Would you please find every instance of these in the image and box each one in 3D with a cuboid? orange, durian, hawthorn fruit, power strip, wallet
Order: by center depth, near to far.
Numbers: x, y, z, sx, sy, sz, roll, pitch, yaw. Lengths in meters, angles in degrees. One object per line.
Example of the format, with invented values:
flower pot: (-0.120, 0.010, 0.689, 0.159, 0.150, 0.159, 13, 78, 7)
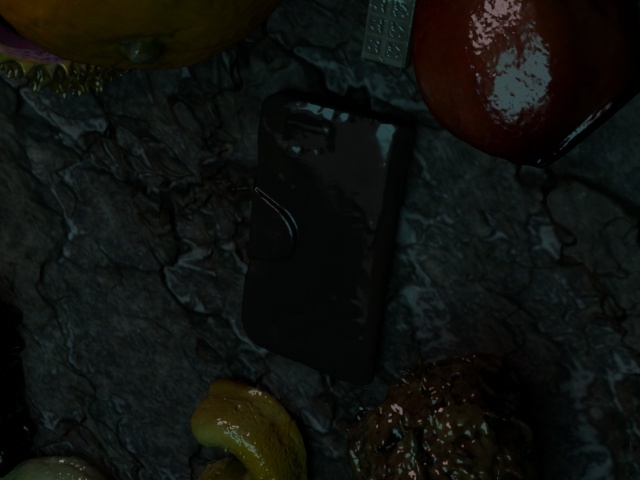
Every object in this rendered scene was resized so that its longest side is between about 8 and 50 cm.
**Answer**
orange: (-0.153, -0.288, 1.014, 0.312, 0.312, 0.312, 12, 119, 22)
hawthorn fruit: (0.168, -0.181, 1.020, 0.189, 0.189, 0.251, -11, 101, 31)
power strip: (0.069, -0.225, 1.143, 0.051, 0.019, 0.136, 20, 122, 20)
durian: (-0.332, -0.246, 1.265, 0.154, 0.186, 0.260, -40, 79, 30)
wallet: (0.000, 0.000, 1.277, 0.165, 0.042, 0.309, 18, 121, 17)

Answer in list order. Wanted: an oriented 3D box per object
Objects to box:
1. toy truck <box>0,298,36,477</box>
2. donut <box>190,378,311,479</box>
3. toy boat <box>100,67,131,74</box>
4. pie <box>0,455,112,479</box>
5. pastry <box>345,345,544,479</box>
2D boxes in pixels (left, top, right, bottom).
toy truck: (-0.440, 0.171, 1.563, 0.121, 0.088, 0.259, 9, 116, 22)
donut: (-0.085, 0.257, 1.428, 0.146, 0.078, 0.181, 21, 123, 20)
toy boat: (-0.167, -0.249, 1.205, 0.077, 0.075, 0.185, 31, 95, 12)
pie: (-0.344, 0.425, 1.643, 0.337, 0.075, 0.337, 12, 118, 23)
pastry: (0.120, 0.235, 1.193, 0.193, 0.275, 0.275, -5, 112, 10)
